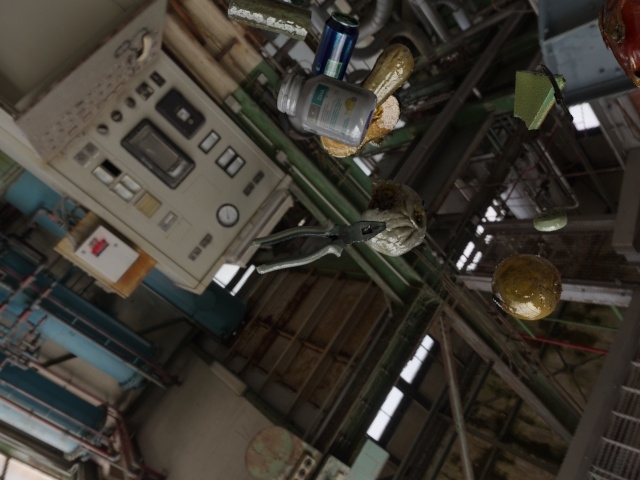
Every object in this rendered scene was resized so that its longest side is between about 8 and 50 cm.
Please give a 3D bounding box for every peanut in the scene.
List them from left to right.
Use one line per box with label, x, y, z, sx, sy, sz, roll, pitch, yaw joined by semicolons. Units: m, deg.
peanut;0.194;-0.492;1.341;0.236;0.110;0.120;-45;-140;49

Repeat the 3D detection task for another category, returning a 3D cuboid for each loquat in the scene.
loquat;0.702;0.154;1.502;0.235;0.235;0.235;-37;-156;20

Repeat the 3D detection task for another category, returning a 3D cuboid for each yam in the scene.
yam;-0.104;-0.476;0.921;0.068;0.169;0.068;-168;-90;-78

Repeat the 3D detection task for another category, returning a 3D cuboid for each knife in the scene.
knife;0.768;-0.480;1.423;0.046;0.222;0.021;-20;172;-32

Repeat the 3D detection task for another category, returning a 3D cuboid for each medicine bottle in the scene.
medicine bottle;0.013;-0.315;1.032;0.135;0.215;0.135;22;90;-85

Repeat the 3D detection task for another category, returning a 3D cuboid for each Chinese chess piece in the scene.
Chinese chess piece;0.632;-0.056;1.206;0.084;0.034;0.084;-19;-164;6

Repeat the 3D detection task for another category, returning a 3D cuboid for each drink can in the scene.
drink can;0.049;-0.627;1.433;0.118;0.118;0.205;-73;-174;-47

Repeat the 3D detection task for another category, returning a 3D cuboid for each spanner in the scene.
spanner;0.000;0.000;1.042;0.325;0.095;0.040;-13;175;-6

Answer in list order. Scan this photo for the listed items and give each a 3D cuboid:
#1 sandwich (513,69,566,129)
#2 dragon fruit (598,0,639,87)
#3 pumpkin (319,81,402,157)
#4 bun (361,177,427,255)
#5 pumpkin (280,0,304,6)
sandwich;0.806;-0.514;1.620;0.063;0.212;0.245;-11;-153;-2
dragon fruit;0.609;-0.379;0.737;0.250;0.250;0.315;-16;-123;50
pumpkin;0.153;-0.466;1.670;0.325;0.242;0.232;-29;-154;18
bun;0.277;-0.076;1.575;0.205;0.281;0.281;1;-133;32
pumpkin;-0.117;-0.856;1.465;0.125;0.167;0.167;-46;-158;14
